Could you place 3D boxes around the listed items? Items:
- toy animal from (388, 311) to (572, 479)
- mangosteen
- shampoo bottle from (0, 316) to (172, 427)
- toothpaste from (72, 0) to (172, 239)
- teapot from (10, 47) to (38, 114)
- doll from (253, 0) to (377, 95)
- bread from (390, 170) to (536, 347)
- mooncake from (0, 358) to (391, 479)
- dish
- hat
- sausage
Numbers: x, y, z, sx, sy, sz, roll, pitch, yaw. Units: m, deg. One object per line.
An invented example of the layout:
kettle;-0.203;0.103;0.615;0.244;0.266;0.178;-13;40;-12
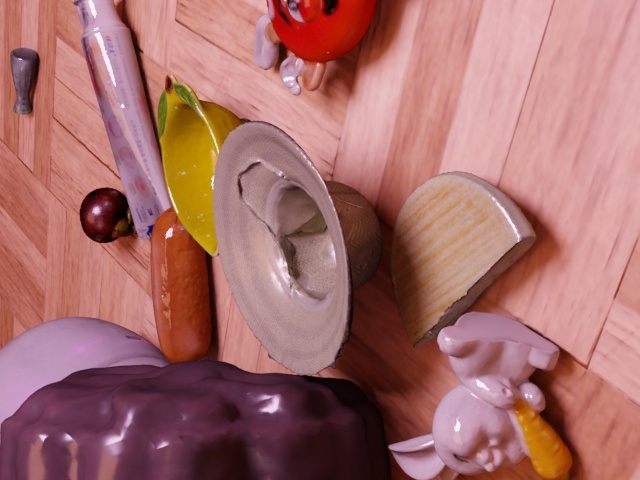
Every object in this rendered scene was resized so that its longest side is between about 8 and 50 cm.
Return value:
toy animal;0.139;0.155;0.787;0.127;0.131;0.182;-111;31;-69
mangosteen;-0.299;-0.037;1.288;0.081;0.081;0.081;18;114;48
shampoo bottle;-0.301;0.246;1.205;0.266;0.273;0.273;17;113;38
toothpaste;-0.254;-0.160;1.206;0.100;0.066;0.323;-6;99;48
teapot;-0.481;-0.255;1.486;0.043;0.042;0.111;46;137;34
doll;-0.014;-0.227;0.862;0.217;0.085;0.183;27;120;56
bread;0.112;0.003;0.805;0.112;0.036;0.193;65;144;24
mooncake;-0.129;0.227;0.909;0.381;0.350;0.212;-1;89;28
dish;-0.115;-0.089;1.031;0.148;0.080;0.208;-10;94;56
hat;0.000;0.000;0.884;0.252;0.110;0.252;32;129;49
sausage;-0.176;0.057;1.156;0.076;0.076;0.198;13;108;50
